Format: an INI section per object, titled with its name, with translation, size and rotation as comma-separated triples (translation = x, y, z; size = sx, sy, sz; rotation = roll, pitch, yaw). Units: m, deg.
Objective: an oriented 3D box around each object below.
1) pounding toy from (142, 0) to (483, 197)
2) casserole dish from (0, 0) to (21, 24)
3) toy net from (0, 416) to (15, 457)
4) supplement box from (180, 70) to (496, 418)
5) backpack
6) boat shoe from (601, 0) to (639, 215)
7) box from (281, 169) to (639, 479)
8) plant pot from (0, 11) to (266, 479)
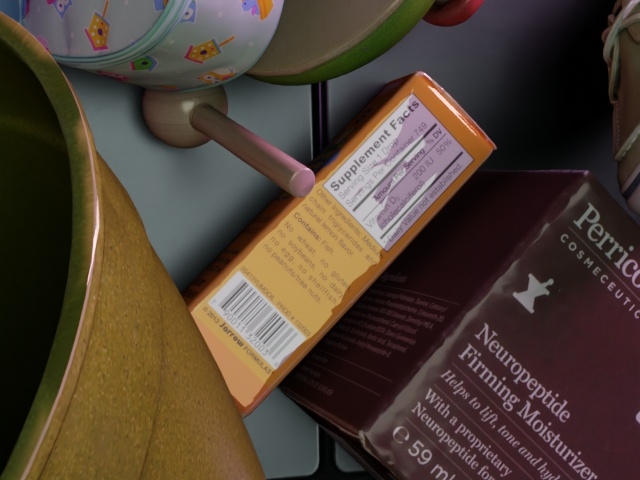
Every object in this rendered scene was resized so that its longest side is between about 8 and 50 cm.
[pounding toy]
translation = 0.014, -0.135, 0.758
size = 0.110, 0.183, 0.237
rotation = 31, 87, -47
[casserole dish]
translation = -0.225, -0.175, 0.734
size = 0.114, 0.037, 0.189
rotation = -18, 99, -15
[toy net]
translation = -0.240, 0.084, 0.743
size = 0.232, 0.045, 0.122
rotation = -20, 119, -12
[supplement box]
translation = 0.000, 0.000, 0.789
size = 0.233, 0.078, 0.080
rotation = -44, 101, -11
[backpack]
translation = -0.097, -0.179, 0.687
size = 0.144, 0.165, 0.189
rotation = 1, 91, -49
[boat shoe]
translation = 0.222, -0.120, 0.790
size = 0.094, 0.109, 0.302
rotation = 32, 43, 1
[box]
translation = 0.116, 0.084, 0.780
size = 0.168, 0.167, 0.203
rotation = 44, 81, -14
[plant pot]
translation = -0.175, 0.141, 0.582
size = 0.366, 0.366, 0.353
rotation = -46, 140, -10
